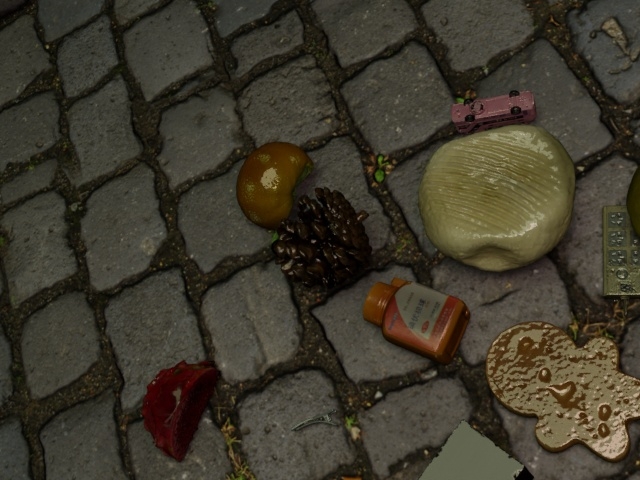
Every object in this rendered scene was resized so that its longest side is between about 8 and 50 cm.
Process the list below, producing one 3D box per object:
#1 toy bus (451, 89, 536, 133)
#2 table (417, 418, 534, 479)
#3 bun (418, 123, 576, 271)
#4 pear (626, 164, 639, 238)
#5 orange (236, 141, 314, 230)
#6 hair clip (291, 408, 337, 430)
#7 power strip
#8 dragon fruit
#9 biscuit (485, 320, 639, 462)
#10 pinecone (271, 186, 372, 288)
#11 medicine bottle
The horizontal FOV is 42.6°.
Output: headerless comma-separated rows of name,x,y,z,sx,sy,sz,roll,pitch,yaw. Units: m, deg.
toy bus,0.432,-0.317,2.043,0.203,0.090,0.063,-7,65,19
table,0.318,0.508,1.686,0.172,0.169,0.193,35,83,30
bun,0.411,-0.092,1.875,0.349,0.227,0.352,26,82,29
pear,0.793,-0.102,1.699,0.307,0.253,0.252,-30,52,52
orange,-0.129,-0.156,2.160,0.179,0.158,0.237,23,83,46
hair clip,-0.013,0.433,1.934,0.115,0.030,0.039,-22,63,12
power strip,0.674,0.040,1.821,0.092,0.034,0.267,-1,68,21
dragon fruit,-0.359,0.397,2.035,0.163,0.189,0.261,26,73,-2
biscuit,0.521,0.314,1.756,0.355,0.052,0.275,26,79,30
pinecone,0.010,0.007,2.004,0.243,0.243,0.257,46,120,31
medicine bottle,0.217,0.179,1.902,0.222,0.112,0.149,20,77,28
